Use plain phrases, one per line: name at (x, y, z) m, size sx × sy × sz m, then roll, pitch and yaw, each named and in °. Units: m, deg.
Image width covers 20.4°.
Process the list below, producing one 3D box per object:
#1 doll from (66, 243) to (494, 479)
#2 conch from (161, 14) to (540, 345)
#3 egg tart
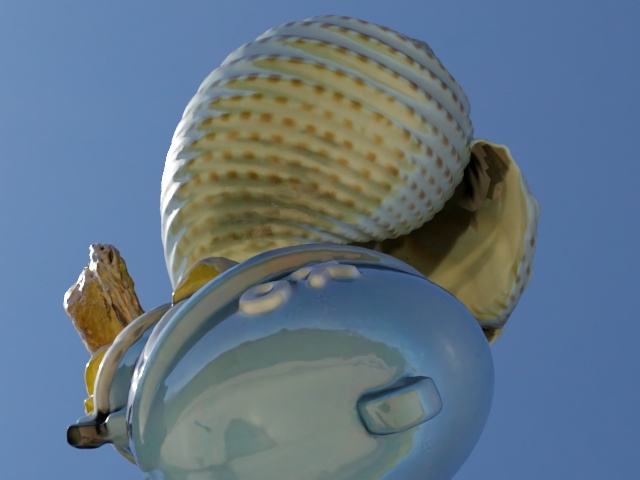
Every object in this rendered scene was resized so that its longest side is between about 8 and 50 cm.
doll at (-0.026, 0.073, 0.880) m, size 0.314 × 0.177 × 0.141 m, roll -1°, pitch -72°, yaw 63°
conch at (-0.003, -0.010, 1.370) m, size 0.319 × 0.215 × 0.303 m, roll -44°, pitch -57°, yaw 5°
egg tart at (-0.135, 0.064, 1.180) m, size 0.049 × 0.129 × 0.129 m, roll -24°, pitch -94°, yaw -6°
